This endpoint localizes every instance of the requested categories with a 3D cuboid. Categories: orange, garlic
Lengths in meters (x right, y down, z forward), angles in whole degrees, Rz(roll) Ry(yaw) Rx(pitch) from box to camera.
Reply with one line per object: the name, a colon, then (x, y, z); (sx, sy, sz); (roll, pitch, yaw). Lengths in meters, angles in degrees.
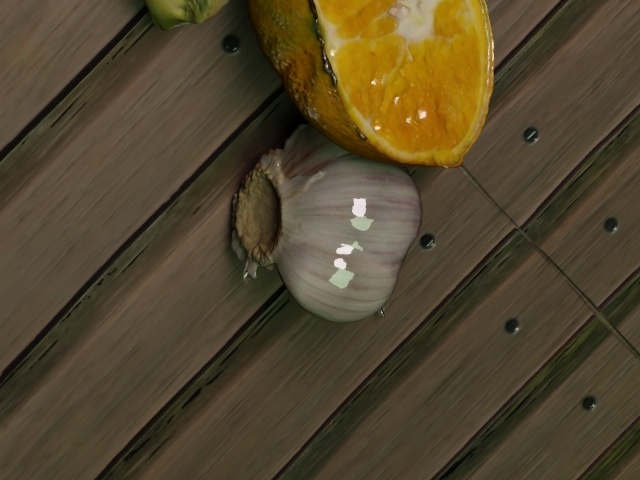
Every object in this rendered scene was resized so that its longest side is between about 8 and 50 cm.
orange: (0.052, -0.237, 1.379); (0.274, 0.274, 0.310); (-8, 134, -17)
garlic: (0.000, 0.000, 1.535); (0.207, 0.207, 0.257); (-20, 151, -12)

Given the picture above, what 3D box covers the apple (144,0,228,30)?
apple: (-0.119, -0.321, 1.323); (0.120, 0.193, 0.265); (-25, 115, -21)
